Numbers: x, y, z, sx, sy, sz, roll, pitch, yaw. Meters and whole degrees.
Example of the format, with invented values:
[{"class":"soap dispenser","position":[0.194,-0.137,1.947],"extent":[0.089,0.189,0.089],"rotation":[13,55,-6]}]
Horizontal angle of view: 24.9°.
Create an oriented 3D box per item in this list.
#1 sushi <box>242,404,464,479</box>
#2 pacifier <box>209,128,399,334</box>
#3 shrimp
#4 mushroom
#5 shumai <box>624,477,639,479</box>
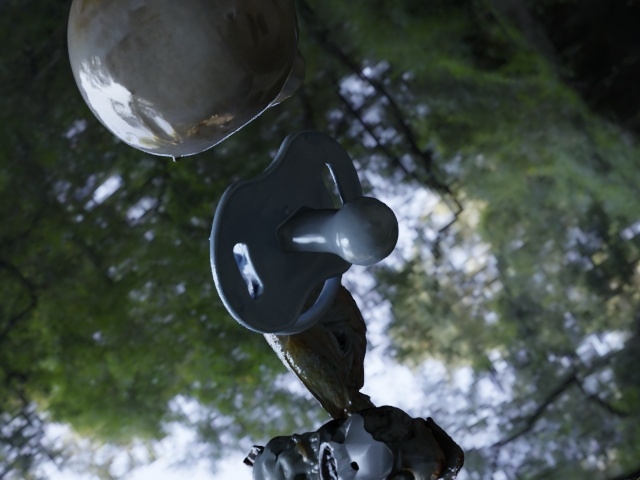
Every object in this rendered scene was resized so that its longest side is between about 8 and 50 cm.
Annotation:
[{"class":"sushi","position":[0.034,0.288,1.861],"extent":[0.130,0.332,0.124],"rotation":[9,-114,-40]},{"class":"pacifier","position":[0.000,0.000,1.756],"extent":[0.287,0.225,0.238],"rotation":[-39,-63,-39]},{"class":"shrimp","position":[0.021,0.155,2.089],"extent":[0.168,0.077,0.317],"rotation":[-31,-96,-36]},{"class":"mushroom","position":[-0.147,-0.246,1.771],"extent":[0.292,0.292,0.290],"rotation":[60,-159,12]},{"class":"shumai","position":[0.309,0.401,1.400],"extent":[0.263,0.304,0.309],"rotation":[55,-141,-5]}]
